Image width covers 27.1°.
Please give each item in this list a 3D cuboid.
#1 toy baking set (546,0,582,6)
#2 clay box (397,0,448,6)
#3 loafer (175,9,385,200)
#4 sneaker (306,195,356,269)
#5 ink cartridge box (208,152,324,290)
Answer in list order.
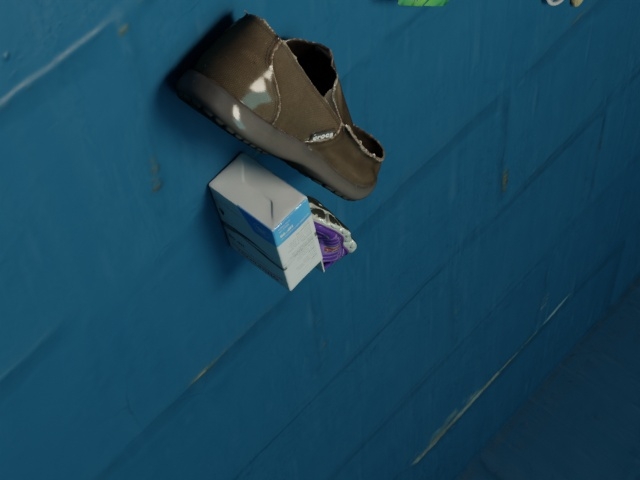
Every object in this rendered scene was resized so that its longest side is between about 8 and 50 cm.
[{"bbox_3d":[0.403,-0.429,1.935,0.256,0.030,0.197,-10,131,-57],"label":"toy baking set"},{"bbox_3d":[0.160,-0.372,1.523,0.127,0.053,0.222,-12,142,-56],"label":"clay box"},{"bbox_3d":[-0.009,-0.142,1.438,0.130,0.133,0.366,-56,156,5],"label":"loafer"},{"bbox_3d":[0.000,0.000,1.726,0.071,0.068,0.170,-46,156,-4],"label":"sneaker"},{"bbox_3d":[-0.059,-0.011,1.554,0.060,0.104,0.180,-46,154,-18],"label":"ink cartridge box"}]
